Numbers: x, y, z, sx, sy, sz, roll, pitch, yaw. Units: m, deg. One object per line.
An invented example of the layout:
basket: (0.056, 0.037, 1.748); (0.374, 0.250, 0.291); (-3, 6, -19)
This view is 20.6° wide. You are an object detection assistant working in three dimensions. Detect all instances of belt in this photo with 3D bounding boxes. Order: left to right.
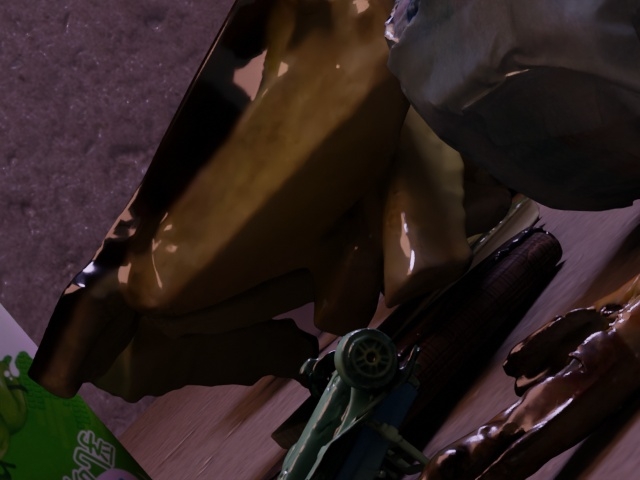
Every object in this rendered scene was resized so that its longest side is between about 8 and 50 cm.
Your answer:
belt: (0.165, -0.135, 0.960); (0.257, 0.207, 0.150); (-37, -3, -29)

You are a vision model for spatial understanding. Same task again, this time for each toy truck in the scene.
toy truck: (0.007, 0.124, 0.876); (0.154, 0.078, 0.080); (-62, 6, -18)

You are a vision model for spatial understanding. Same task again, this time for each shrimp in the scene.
shrimp: (0.094, 0.062, 0.753); (0.195, 0.035, 0.148); (-38, 3, -19)

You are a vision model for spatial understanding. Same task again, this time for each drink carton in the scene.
drink carton: (-0.208, 0.164, 1.126); (0.108, 0.271, 0.161); (-37, 5, 30)

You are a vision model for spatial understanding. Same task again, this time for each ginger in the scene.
ginger: (0.000, 0.000, 1.171); (0.358, 0.211, 0.413); (-57, -9, -7)

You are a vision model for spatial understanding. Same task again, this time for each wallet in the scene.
wallet: (0.052, 0.078, 1.040); (0.230, 0.042, 0.124); (-44, 1, -43)

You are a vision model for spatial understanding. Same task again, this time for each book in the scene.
book: (0.061, 0.064, 1.294); (0.228, 0.024, 0.160); (-45, 2, -17)

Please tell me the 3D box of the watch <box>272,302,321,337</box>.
watch: (-0.024, 0.001, 1.778); (0.248, 0.210, 0.217); (-69, 12, -16)

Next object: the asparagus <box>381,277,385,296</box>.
asparagus: (0.062, 0.036, 1.698); (0.022, 0.023, 0.233); (0, 3, -2)

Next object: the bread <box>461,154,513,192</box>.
bread: (0.131, -0.116, 1.544); (0.333, 0.160, 0.333); (-42, 2, 2)
